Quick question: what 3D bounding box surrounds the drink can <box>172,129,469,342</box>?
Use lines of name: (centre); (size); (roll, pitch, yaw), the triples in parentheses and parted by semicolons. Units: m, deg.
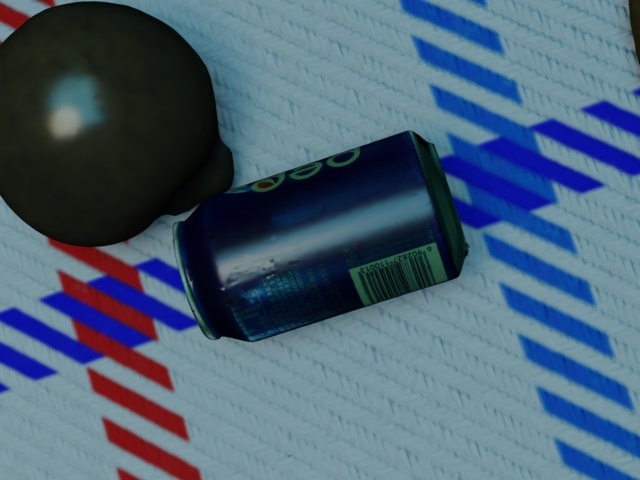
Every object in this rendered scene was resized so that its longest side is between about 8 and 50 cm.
drink can: (0.000, 0.000, 0.844); (0.205, 0.118, 0.118); (-17, 82, 5)

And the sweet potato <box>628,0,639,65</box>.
sweet potato: (0.273, -0.115, 0.848); (0.067, 0.059, 0.281); (-10, 82, 16)

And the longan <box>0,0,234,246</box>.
longan: (-0.157, -0.081, 0.860); (0.204, 0.159, 0.184); (19, 107, -28)
